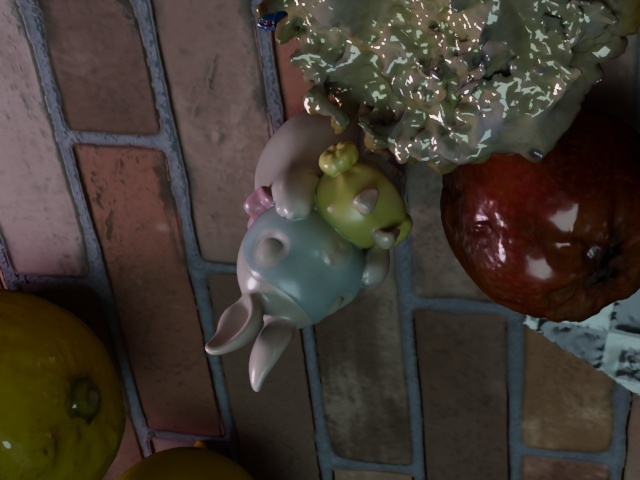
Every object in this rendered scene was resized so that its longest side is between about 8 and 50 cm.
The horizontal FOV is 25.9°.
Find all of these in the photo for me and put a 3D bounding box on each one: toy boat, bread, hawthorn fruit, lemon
[{"bbox_3d":[-0.031,-0.193,1.069,0.038,0.038,0.083,24,132,-6],"label":"toy boat"},{"bbox_3d":[0.088,-0.185,0.958,0.274,0.149,0.274,10,132,11],"label":"bread"},{"bbox_3d":[0.178,-0.023,1.072,0.173,0.173,0.179,43,164,-22],"label":"hawthorn fruit"},{"bbox_3d":[-0.329,0.169,1.334,0.284,0.260,0.260,-13,128,8],"label":"lemon"}]

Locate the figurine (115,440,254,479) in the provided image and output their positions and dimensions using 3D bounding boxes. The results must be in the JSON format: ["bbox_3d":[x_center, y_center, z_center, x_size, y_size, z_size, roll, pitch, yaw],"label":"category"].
[{"bbox_3d":[-0.079,0.355,1.471,0.343,0.187,0.215,37,141,-15],"label":"figurine"}]

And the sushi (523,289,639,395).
[{"bbox_3d":[0.372,0.039,1.140,0.294,0.059,0.292,34,119,-5],"label":"sushi"}]

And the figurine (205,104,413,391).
[{"bbox_3d":[0.000,0.000,1.095,0.155,0.235,0.127,-19,124,29],"label":"figurine"}]
